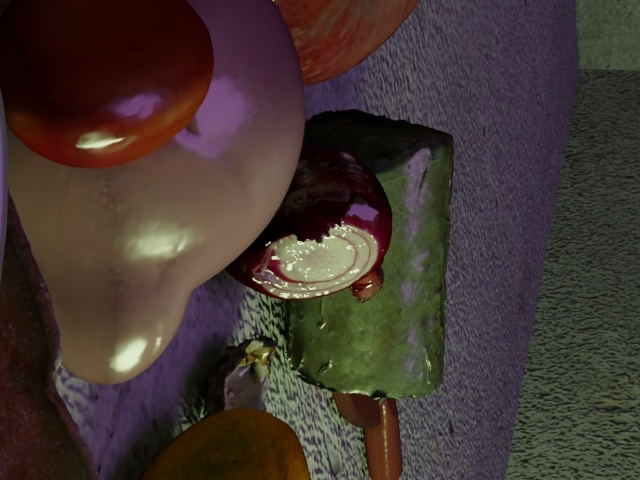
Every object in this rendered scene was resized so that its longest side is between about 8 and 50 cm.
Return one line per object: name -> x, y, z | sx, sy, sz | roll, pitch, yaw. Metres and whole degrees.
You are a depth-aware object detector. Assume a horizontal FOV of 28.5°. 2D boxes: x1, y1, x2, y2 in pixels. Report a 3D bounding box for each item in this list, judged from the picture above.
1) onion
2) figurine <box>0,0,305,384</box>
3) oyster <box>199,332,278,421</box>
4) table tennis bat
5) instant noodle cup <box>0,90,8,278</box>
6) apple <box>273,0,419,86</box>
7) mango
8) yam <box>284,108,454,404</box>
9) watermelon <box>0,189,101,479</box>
onion -> -0.002, -0.014, 1.228 | 0.198, 0.173, 0.135 | 36, 40, -53
figurine -> -0.114, -0.085, 0.704 | 0.211, 0.269, 0.261 | -35, 143, -26
oyster -> -0.081, 0.138, 1.218 | 0.148, 0.051, 0.103 | -27, 131, -59
table tennis bat -> 0.069, 0.147, 1.688 | 0.268, 0.051, 0.415 | -57, 144, -55
instant noodle cup -> -0.258, -0.011, 0.332 | 0.325, 0.254, 0.326 | 4, 90, -71
apple -> -0.059, -0.276, 0.904 | 0.345, 0.269, 0.345 | -49, 154, -35
mango -> -0.107, 0.291, 1.038 | 0.187, 0.144, 0.359 | 61, 41, -38
yam -> 0.050, 0.012, 1.383 | 0.195, 0.195, 0.300 | -33, 126, -68
watermelon -> -0.244, 0.161, 0.534 | 0.222, 0.319, 0.292 | -3, 55, -44
